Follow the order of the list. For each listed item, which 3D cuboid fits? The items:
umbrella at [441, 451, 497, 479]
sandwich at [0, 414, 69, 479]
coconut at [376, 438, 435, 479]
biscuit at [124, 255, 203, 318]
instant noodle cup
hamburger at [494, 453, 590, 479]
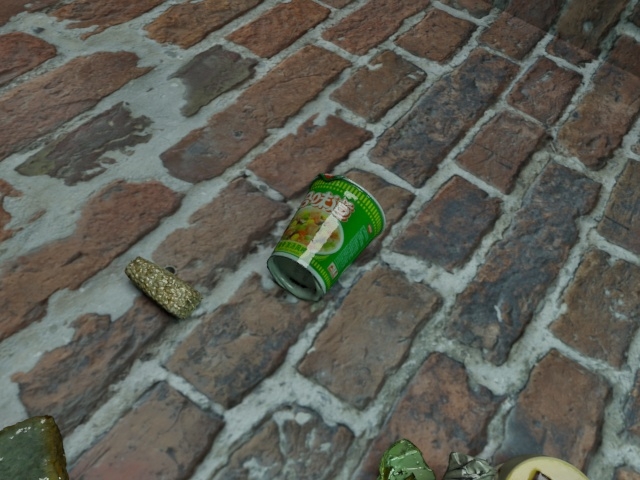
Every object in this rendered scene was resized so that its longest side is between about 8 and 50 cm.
[{"bbox_3d":[0.184,0.518,0.981,0.106,0.113,0.357,28,68,19],"label":"umbrella"},{"bbox_3d":[-0.479,0.436,0.857,0.262,0.131,0.325,-17,42,-24],"label":"sandwich"},{"bbox_3d":[0.159,0.444,1.091,0.133,0.055,0.158,-15,71,-16],"label":"coconut"},{"bbox_3d":[-0.326,0.095,1.246,0.169,0.082,0.070,34,78,13],"label":"biscuit"},{"bbox_3d":[0.000,0.000,1.331,0.207,0.207,0.232,31,60,11],"label":"instant noodle cup"},{"bbox_3d":[0.412,0.514,1.044,0.227,0.151,0.295,-31,69,-25],"label":"hamburger"}]
